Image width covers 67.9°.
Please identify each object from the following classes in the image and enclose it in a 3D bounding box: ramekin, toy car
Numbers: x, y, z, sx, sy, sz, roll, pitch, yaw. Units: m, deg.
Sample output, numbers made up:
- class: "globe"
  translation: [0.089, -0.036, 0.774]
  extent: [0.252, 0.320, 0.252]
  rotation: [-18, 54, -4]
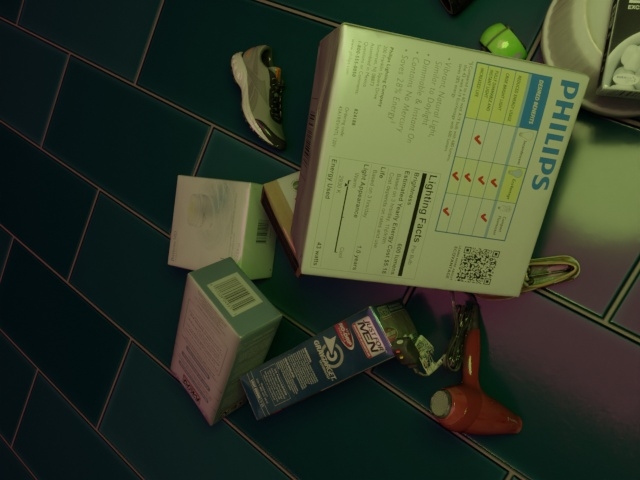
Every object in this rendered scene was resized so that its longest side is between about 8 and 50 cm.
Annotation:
- class: "ramekin"
  translation: [0.500, -0.340, 0.739]
  extent: [0.273, 0.127, 0.272]
  rotation: [0, 91, 11]
- class: "toy car"
  translation: [0.373, -0.320, 0.885]
  extent: [0.239, 0.053, 0.225]
  rotation: [-39, 73, 22]

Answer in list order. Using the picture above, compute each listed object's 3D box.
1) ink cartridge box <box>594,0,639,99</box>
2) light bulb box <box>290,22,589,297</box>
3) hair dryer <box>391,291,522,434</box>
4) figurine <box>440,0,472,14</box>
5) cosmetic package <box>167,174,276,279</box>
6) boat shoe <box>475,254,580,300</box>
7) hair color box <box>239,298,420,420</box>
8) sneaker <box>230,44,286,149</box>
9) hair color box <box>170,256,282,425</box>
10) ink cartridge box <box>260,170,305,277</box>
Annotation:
- class: "ink cartridge box"
  translation: [0.508, -0.295, 0.651]
  extent: [0.206, 0.045, 0.208]
  rotation: [9, 92, 11]
- class: "light bulb box"
  translation: [0.159, -0.122, 0.778]
  extent: [0.361, 0.225, 0.357]
  rotation: [7, 107, -10]
- class: "hair dryer"
  translation: [0.280, 0.243, 0.871]
  extent: [0.293, 0.224, 0.080]
  rotation: [59, 154, -6]
- class: "figurine"
  translation: [0.291, -0.589, 0.922]
  extent: [0.209, 0.092, 0.214]
  rotation: [-33, 74, 15]
- class: "cosmetic package"
  translation: [-0.233, -0.034, 1.154]
  extent: [0.225, 0.138, 0.224]
  rotation: [9, 93, 29]
- class: "boat shoe"
  translation: [0.370, 0.066, 0.872]
  extent: [0.190, 0.072, 0.068]
  rotation: [-22, 79, 26]
- class: "hair color box"
  translation: [0.020, 0.249, 0.997]
  extent: [0.347, 0.174, 0.105]
  rotation: [-33, 75, 24]
- class: "sneaker"
  translation: [-0.130, -0.343, 1.126]
  extent: [0.108, 0.100, 0.271]
  rotation: [-21, 80, 20]
- class: "hair color box"
  translation: [-0.226, 0.237, 1.074]
  extent: [0.185, 0.114, 0.374]
  rotation: [45, 135, 23]
- class: "ink cartridge box"
  translation: [0.021, -0.059, 0.979]
  extent: [0.235, 0.088, 0.193]
  rotation: [-23, 77, -16]
